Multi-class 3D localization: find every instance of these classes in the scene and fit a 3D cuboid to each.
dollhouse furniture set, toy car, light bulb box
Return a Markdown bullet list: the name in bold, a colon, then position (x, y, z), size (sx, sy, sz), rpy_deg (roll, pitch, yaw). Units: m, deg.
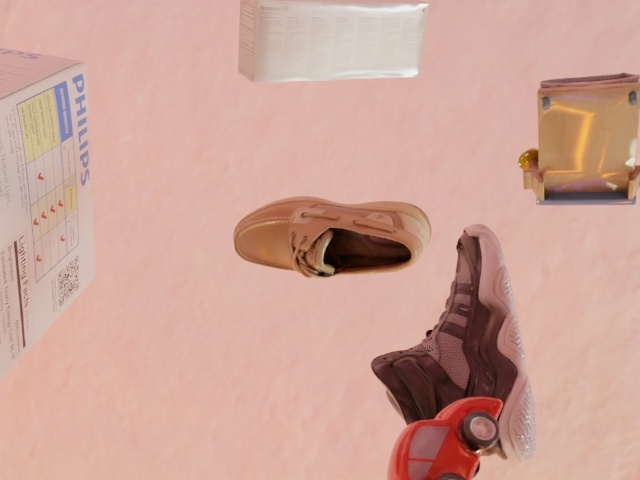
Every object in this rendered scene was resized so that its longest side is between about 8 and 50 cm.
- **dollhouse furniture set**: position (0.425, -0.219, 0.935), size (0.304, 0.198, 0.286), rpy_deg (-1, 134, 21)
- **toy car**: position (0.020, 0.185, 0.330), size (0.053, 0.225, 0.238), rpy_deg (24, 89, 17)
- **light bulb box**: position (-0.466, -0.028, 0.833), size (0.226, 0.361, 0.357), rpy_deg (10, 118, 5)

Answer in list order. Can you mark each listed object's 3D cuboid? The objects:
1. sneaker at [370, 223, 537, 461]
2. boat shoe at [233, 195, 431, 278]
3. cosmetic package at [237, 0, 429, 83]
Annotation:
- **sneaker**: position (0.130, 0.100, 0.705), size (0.153, 0.268, 0.101), rpy_deg (-11, 141, 15)
- **boat shoe**: position (0.000, 0.000, 1.083), size (0.342, 0.110, 0.121), rpy_deg (-5, 115, 23)
- **cosmetic package**: position (0.017, -0.257, 0.852), size (0.239, 0.060, 0.098), rpy_deg (-8, 122, -26)
